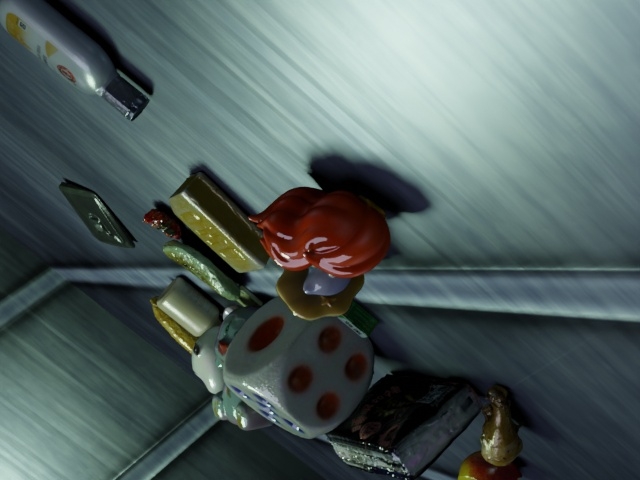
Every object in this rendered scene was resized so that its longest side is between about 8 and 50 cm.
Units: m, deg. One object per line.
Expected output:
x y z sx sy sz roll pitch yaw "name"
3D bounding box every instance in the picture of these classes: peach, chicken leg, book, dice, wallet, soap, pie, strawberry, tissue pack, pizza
0.404 0.558 1.887 0.151 0.118 0.151 19 -165 -6 "peach"
0.368 0.369 1.604 0.085 0.101 0.207 16 131 34 "chicken leg"
-0.201 0.152 2.105 0.077 0.014 0.111 42 157 -11 "book"
-0.049 0.289 1.824 0.251 0.259 0.243 48 158 -29 "dice"
-0.650 -0.069 2.295 0.169 0.052 0.245 17 149 33 "wallet"
-0.209 -0.034 1.648 0.232 0.073 0.140 45 153 -19 "soap"
-0.298 0.075 1.998 0.240 0.054 0.240 35 170 7 "pie"
-0.384 -0.042 1.945 0.104 0.048 0.152 33 176 -11 "strawberry"
0.179 0.401 1.734 0.123 0.245 0.332 57 155 -9 "tissue pack"
-0.415 0.292 2.526 0.280 0.075 0.288 47 -179 7 "pizza"

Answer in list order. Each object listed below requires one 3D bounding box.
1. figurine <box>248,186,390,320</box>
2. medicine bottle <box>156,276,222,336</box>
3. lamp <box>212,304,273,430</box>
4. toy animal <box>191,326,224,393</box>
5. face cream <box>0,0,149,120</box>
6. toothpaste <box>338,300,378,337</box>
-0.001 0.008 1.293 0.208 0.181 0.257 60 160 22 "figurine"
-0.365 0.227 2.378 0.252 0.114 0.114 41 158 -13 "medicine bottle"
-0.155 0.318 2.050 0.247 0.301 0.247 -2 -175 -36 "lamp"
-0.239 0.361 2.265 0.267 0.212 0.212 7 151 12 "toy animal"
-0.432 -0.322 1.391 0.291 0.071 0.144 39 159 -9 "face cream"
0.040 0.135 1.660 0.178 0.043 0.037 40 159 -10 "toothpaste"
